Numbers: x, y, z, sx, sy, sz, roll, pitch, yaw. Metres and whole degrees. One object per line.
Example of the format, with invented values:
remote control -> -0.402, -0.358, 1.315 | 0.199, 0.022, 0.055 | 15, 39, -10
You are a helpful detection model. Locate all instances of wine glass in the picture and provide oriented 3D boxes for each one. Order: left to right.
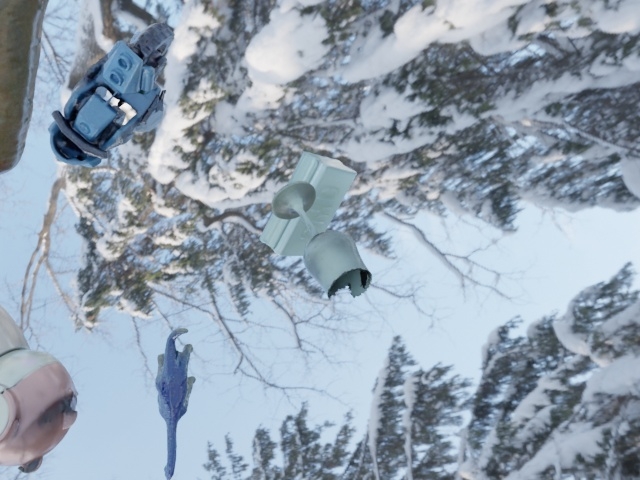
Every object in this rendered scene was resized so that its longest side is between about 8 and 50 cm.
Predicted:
wine glass -> 0.000, 0.000, 0.842 | 0.079, 0.079, 0.195 | 3, -141, -36

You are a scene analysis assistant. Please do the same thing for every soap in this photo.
soap -> -0.031, -0.090, 1.525 | 0.088, 0.265, 0.160 | 38, -161, 29

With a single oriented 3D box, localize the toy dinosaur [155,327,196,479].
toy dinosaur -> -0.263, 0.285, 1.042 | 0.075, 0.247, 0.188 | 5, -139, -11

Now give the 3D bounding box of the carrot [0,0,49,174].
carrot -> -0.169, -0.190, 0.312 | 0.070, 0.342, 0.070 | 20, -155, -10

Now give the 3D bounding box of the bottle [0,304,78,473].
bottle -> -0.356, 0.140, 0.600 | 0.237, 0.147, 0.147 | 31, -132, 10

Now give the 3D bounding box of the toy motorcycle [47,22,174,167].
toy motorcycle -> -0.449, -0.289, 1.252 | 0.172, 0.416, 0.232 | 44, -135, -14
